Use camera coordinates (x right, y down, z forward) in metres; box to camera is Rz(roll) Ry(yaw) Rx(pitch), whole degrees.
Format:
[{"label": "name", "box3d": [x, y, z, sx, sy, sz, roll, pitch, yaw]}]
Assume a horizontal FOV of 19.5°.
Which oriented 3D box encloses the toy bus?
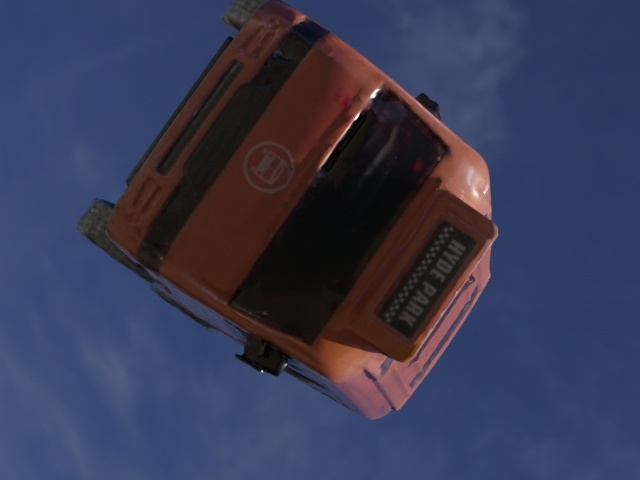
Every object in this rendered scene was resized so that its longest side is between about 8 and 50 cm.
[{"label": "toy bus", "box3d": [0.000, 0.000, 1.308, 0.233, 0.203, 0.427, 34, -5, 9]}]
